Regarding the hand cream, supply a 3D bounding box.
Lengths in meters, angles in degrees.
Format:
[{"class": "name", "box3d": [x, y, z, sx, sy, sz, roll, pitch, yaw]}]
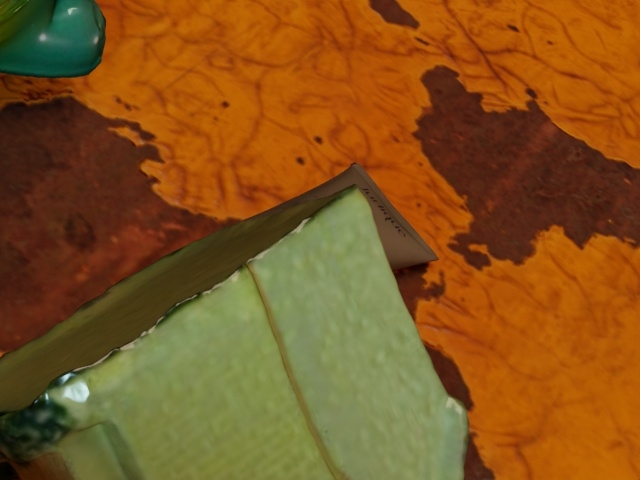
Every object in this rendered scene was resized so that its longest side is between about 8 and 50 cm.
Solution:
[{"class": "hand cream", "box3d": [0.000, 0.000, 1.039, 0.087, 0.054, 0.186, 50, 35, 13]}]

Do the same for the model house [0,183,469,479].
[{"class": "model house", "box3d": [-0.052, 0.110, 0.824, 0.214, 0.195, 0.189, -36, 98, -34]}]

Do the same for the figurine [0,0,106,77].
[{"class": "figurine", "box3d": [-0.249, -0.211, 0.960, 0.323, 0.231, 0.340, 57, 45, -13]}]
